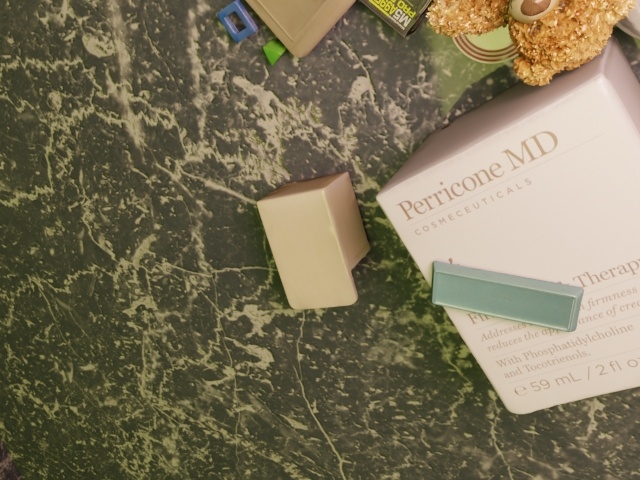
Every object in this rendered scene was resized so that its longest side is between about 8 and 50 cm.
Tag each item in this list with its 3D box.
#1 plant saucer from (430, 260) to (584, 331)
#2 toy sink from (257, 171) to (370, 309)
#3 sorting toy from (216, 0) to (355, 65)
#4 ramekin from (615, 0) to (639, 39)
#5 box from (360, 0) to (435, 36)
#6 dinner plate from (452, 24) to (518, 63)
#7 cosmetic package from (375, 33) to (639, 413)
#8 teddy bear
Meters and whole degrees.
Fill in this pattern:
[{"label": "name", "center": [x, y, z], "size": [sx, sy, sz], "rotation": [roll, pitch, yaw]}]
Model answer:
[{"label": "plant saucer", "center": [0.238, 0.075, 0.802], "size": [0.192, 0.018, 0.067], "rotation": [10, 120, 21]}, {"label": "toy sink", "center": [0.000, 0.000, 1.212], "size": [0.152, 0.131, 0.234], "rotation": [-9, 107, 30]}, {"label": "sorting toy", "center": [-0.049, -0.423, 1.005], "size": [0.196, 0.047, 0.347], "rotation": [44, 146, -11]}, {"label": "ramekin", "center": [0.473, -0.355, 0.734], "size": [0.272, 0.127, 0.273], "rotation": [6, 126, 8]}, {"label": "box", "center": [0.098, -0.488, 0.940], "size": [0.270, 0.060, 0.216], "rotation": [40, 127, 2]}, {"label": "dinner plate", "center": [0.271, -0.350, 0.956], "size": [0.141, 0.017, 0.141], "rotation": [12, 122, 20]}, {"label": "cosmetic package", "center": [0.355, -0.026, 0.901], "size": [0.329, 0.327, 0.394], "rotation": [-27, 101, 35]}, {"label": "teddy bear", "center": [0.239, -0.363, 0.762], "size": [0.245, 0.113, 0.338], "rotation": [-11, 72, 24]}]
